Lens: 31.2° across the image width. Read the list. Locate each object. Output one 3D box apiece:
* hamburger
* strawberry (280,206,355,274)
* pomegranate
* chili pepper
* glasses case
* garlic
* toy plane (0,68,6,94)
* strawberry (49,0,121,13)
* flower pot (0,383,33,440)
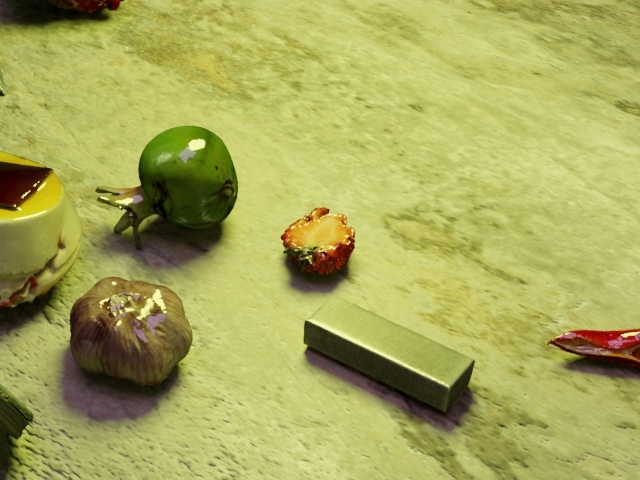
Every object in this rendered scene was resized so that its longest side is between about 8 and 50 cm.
[{"bbox_3d":[-0.459,-0.023,1.496,0.295,0.151,0.227,16,35,23],"label":"hamburger"},{"bbox_3d":[0.001,0.003,1.570,0.104,0.048,0.152,7,25,15],"label":"strawberry"},{"bbox_3d":[-0.208,-0.071,1.571,0.191,0.152,0.131,-21,42,-6],"label":"pomegranate"},{"bbox_3d":[0.417,0.138,1.432,0.268,0.059,0.050,3,1,5],"label":"chili pepper"},{"bbox_3d":[0.081,0.138,1.408,0.205,0.047,0.071,23,39,23],"label":"glasses case"},{"bbox_3d":[-0.232,0.104,1.387,0.147,0.102,0.159,-27,48,-33],"label":"garlic"},{"bbox_3d":[-0.586,-0.343,1.902,0.212,0.088,0.267,-39,58,16],"label":"toy plane"},{"bbox_3d":[-0.450,-0.523,2.022,0.274,0.220,0.274,24,10,-4],"label":"strawberry"},{"bbox_3d":[-0.436,0.170,1.232,0.235,0.235,0.140,30,67,29],"label":"flower pot"}]
